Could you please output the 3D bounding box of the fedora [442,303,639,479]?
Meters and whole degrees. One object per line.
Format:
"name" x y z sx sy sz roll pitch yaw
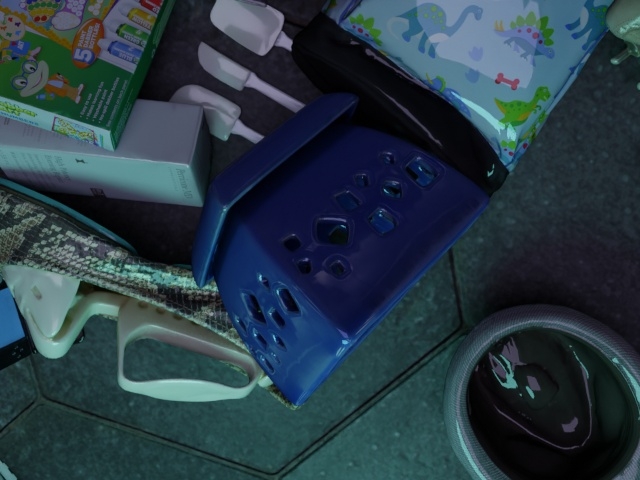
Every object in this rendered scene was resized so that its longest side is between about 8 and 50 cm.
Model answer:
"fedora" 0.278 0.201 1.052 0.275 0.124 0.244 44 99 1

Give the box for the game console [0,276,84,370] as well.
"game console" -0.374 0.092 1.089 0.071 0.107 0.122 -5 104 33

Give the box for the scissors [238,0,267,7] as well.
"scissors" -0.208 -0.301 0.942 0.297 0.021 0.109 34 68 3

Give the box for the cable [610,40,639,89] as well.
"cable" 0.452 -0.294 0.975 0.287 0.072 0.140 -29 92 -3

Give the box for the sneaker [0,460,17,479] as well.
"sneaker" -0.447 0.359 1.143 0.235 0.095 0.090 40 104 -5

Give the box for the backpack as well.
"backpack" 0.183 -0.257 0.905 0.290 0.273 0.355 42 84 -2

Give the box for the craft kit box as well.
"craft kit box" -0.302 -0.250 0.949 0.246 0.061 0.250 16 70 1

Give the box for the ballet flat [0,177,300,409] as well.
"ballet flat" -0.218 0.081 1.012 0.482 0.164 0.182 21 67 -5

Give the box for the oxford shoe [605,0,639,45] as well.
"oxford shoe" 0.401 -0.223 0.864 0.130 0.348 0.123 -37 59 38

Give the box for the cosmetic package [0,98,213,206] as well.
"cosmetic package" -0.248 -0.106 1.000 0.230 0.117 0.086 7 68 3

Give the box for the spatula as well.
"spatula" -0.044 -0.174 1.034 0.242 0.019 0.168 29 102 -4

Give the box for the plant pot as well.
"plant pot" 0.000 0.000 0.908 0.212 0.236 0.236 44 62 8
